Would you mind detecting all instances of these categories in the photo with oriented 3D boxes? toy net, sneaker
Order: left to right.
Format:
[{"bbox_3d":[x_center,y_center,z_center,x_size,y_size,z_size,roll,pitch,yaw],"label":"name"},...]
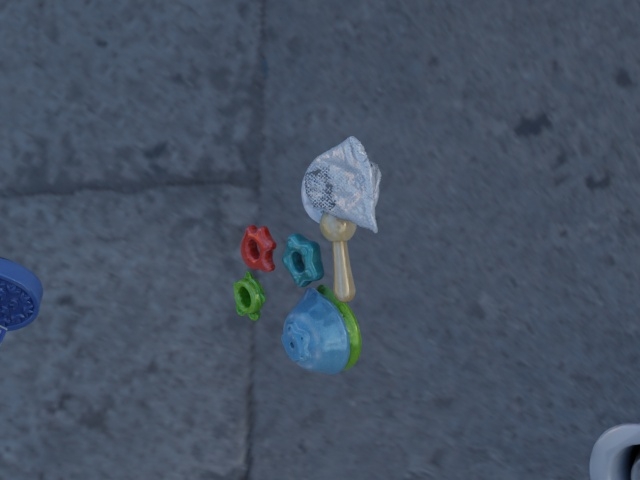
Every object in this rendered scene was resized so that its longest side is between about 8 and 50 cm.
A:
[{"bbox_3d":[-0.349,0.016,1.361,0.232,0.081,0.090,10,38,5],"label":"sneaker"},{"bbox_3d":[0.000,0.000,1.191,0.122,0.045,0.232,48,137,29],"label":"toy net"}]

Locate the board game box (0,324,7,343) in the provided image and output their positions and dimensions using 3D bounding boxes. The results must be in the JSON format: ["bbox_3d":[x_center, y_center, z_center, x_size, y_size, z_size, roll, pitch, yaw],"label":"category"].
[{"bbox_3d":[-0.241,0.033,0.890,0.090,0.090,0.020,17,77,35],"label":"board game box"}]

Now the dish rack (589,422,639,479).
[{"bbox_3d":[0.344,0.237,0.984,0.333,0.072,0.285,-2,111,47],"label":"dish rack"}]
